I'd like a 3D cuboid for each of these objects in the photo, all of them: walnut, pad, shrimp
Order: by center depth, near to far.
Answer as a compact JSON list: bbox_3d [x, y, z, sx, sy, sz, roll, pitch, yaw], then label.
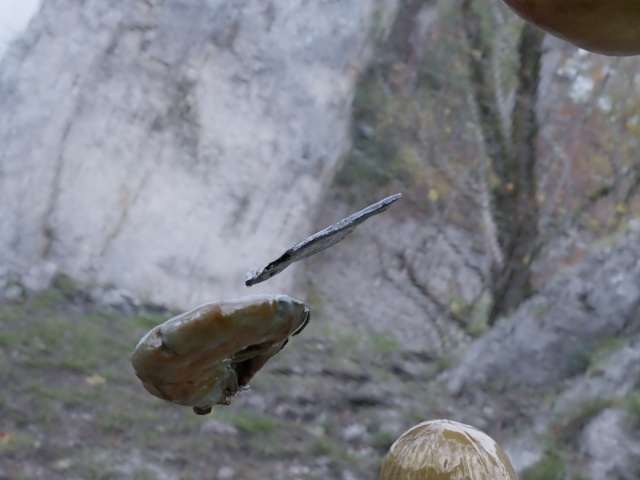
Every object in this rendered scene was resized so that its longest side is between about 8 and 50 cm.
[{"bbox_3d":[-0.083,0.102,1.188,0.154,0.062,0.294,-19,-13,-9],"label":"shrimp"},{"bbox_3d":[0.142,0.297,1.528,0.165,0.197,0.165,4,3,0],"label":"walnut"},{"bbox_3d":[0.000,0.001,1.816,0.022,0.174,0.233,62,-23,2],"label":"pad"}]

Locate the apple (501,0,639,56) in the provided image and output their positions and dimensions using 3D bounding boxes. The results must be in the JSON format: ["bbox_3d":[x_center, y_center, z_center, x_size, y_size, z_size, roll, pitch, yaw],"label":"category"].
[{"bbox_3d":[0.362,-0.401,1.658,0.338,0.338,0.305,25,-46,-14],"label":"apple"}]
